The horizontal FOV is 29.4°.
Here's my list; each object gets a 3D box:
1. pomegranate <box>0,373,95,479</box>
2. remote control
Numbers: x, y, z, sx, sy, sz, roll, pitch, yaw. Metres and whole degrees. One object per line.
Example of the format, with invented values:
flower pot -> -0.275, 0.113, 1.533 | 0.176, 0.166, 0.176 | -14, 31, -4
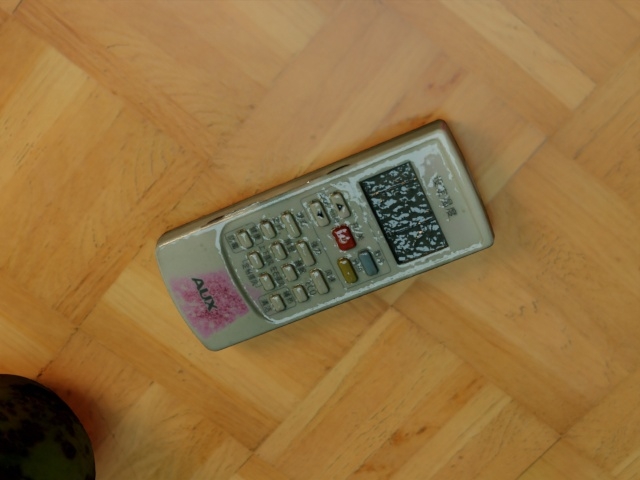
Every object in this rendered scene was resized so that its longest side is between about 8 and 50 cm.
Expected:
pomegranate -> -0.353, 0.301, 1.338 | 0.242, 0.242, 0.306 | -5, 117, 7
remote control -> 0.000, 0.000, 1.278 | 0.343, 0.050, 0.145 | -23, 109, 13
